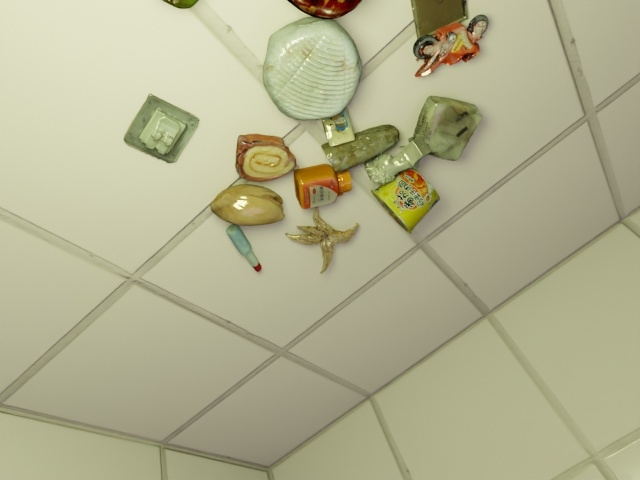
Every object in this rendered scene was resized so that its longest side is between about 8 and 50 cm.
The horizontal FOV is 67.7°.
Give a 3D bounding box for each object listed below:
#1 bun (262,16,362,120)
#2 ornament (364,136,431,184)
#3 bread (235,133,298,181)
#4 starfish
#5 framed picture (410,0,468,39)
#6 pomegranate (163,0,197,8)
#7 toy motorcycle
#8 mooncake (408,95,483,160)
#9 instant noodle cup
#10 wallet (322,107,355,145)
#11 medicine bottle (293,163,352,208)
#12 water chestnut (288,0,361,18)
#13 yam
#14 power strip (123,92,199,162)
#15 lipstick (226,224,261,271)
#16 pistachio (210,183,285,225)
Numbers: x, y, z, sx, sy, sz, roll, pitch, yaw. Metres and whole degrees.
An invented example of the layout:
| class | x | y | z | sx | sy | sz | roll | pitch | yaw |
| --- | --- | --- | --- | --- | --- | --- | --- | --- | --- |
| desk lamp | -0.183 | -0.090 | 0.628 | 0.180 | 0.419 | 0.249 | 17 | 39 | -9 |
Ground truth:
| class | x | y | z | sx | sy | sz | roll | pitch | yaw |
| --- | --- | --- | --- | --- | --- | --- | --- | --- | --- |
| bun | -0.031 | -0.574 | 1.584 | 0.354 | 0.194 | 0.355 | -11 | 135 | -11 |
| ornament | 0.317 | -0.319 | 1.951 | 0.285 | 0.130 | 0.120 | -18 | -175 | 34 |
| bread | -0.209 | -0.309 | 1.793 | 0.244 | 0.123 | 0.190 | 1 | 130 | -24 |
| starfish | -0.016 | -0.018 | 2.165 | 0.293 | 0.084 | 0.301 | 28 | 111 | -34 |
| framed picture | 0.405 | -0.856 | 1.644 | 0.208 | 0.019 | 0.281 | -24 | 135 | -1 |
| pomegranate | -0.389 | -0.712 | 1.296 | 0.179 | 0.210 | 0.180 | -8 | 146 | -5 |
| toy motorcycle | 0.480 | -0.712 | 1.751 | 0.298 | 0.089 | 0.171 | -22 | 145 | -2 |
| mooncake | 0.500 | -0.460 | 1.956 | 0.250 | 0.136 | 0.255 | 8 | 124 | -25 |
| instant noodle cup | 0.376 | -0.189 | 2.077 | 0.200 | 0.264 | 0.264 | -43 | 133 | 5 |
| wallet | 0.063 | -0.440 | 1.796 | 0.110 | 0.039 | 0.155 | -17 | 97 | -8 |
| medicine bottle | 0.009 | -0.230 | 1.964 | 0.222 | 0.112 | 0.149 | -14 | 135 | -11 |
| water chestnut | 0.017 | -0.783 | 1.352 | 0.299 | 0.300 | 0.300 | -12 | 133 | -13 |
| yam | 0.162 | -0.375 | 1.898 | 0.330 | 0.133 | 0.133 | -24 | 135 | -11 |
| power strip | -0.544 | -0.368 | 1.637 | 0.198 | 0.065 | 0.213 | 20 | 118 | -38 |
| lipstick | -0.326 | 0.041 | 2.089 | 0.061 | 0.068 | 0.274 | -29 | 133 | -2 |
| pistachio | -0.286 | -0.135 | 1.890 | 0.292 | 0.162 | 0.181 | -2 | 157 | -21 |
